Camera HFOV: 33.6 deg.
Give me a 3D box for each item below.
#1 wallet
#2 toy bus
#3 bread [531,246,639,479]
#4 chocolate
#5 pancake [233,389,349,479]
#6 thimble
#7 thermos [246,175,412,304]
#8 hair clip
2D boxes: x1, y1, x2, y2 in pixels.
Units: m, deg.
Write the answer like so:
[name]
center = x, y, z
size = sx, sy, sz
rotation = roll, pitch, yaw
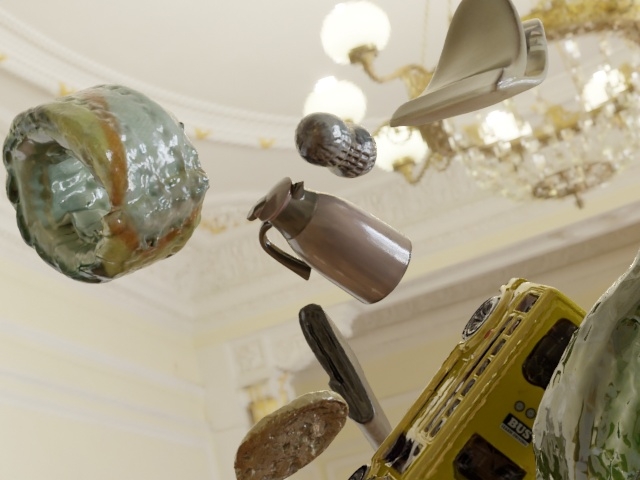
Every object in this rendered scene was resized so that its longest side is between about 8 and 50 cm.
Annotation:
[wallet]
center = 0.056, 0.263, 1.908
size = 0.062, 0.228, 0.406
rotation = -27, -22, 1
[toy bus]
center = 0.155, 0.201, 1.045
size = 0.331, 0.145, 0.151
rotation = -52, 5, -6
[bread]
center = 0.313, 0.116, 0.561
size = 0.366, 0.381, 0.129
rotation = -26, 14, -1
[chocolate]
center = 0.022, -0.118, 1.321
size = 0.072, 0.072, 0.167
rotation = -23, -13, 21
[pancake]
center = -0.034, 0.221, 1.172
size = 0.152, 0.025, 0.151
rotation = -28, -32, -20
[thimble]
center = -0.286, -0.073, 1.409
size = 0.288, 0.254, 0.167
rotation = 12, 29, 43
[thermos]
center = 0.000, 0.000, 1.347
size = 0.193, 0.105, 0.137
rotation = 31, -46, -24
[hair clip]
center = 0.218, -0.235, 1.424
size = 0.173, 0.282, 0.113
rotation = -17, -52, 38
